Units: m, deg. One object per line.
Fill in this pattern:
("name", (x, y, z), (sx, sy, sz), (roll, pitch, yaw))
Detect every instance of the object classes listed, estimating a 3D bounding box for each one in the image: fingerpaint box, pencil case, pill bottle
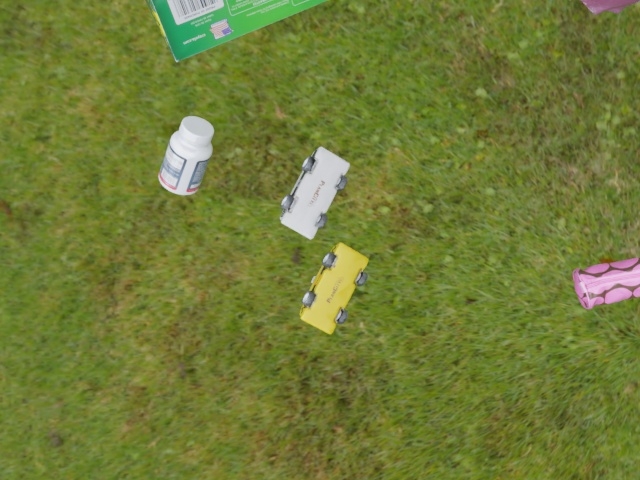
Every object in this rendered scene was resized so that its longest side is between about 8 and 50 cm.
("fingerpaint box", (-0.150, -0.579, 1.530), (0.444, 0.163, 0.371), (-24, 48, -7))
("pencil case", (0.579, 0.069, 1.439), (0.209, 0.098, 0.095), (-15, 91, 15))
("pill bottle", (-0.326, -0.211, 1.914), (0.108, 0.108, 0.180), (46, 130, 21))

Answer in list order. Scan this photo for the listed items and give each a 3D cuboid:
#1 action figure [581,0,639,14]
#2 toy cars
("action figure", (0.509, -0.432, 1.042), (0.248, 0.370, 0.276), (-42, 101, -14))
("toy cars", (0.000, 0.000, 1.678), (0.176, 0.087, 0.394), (-13, 96, -20))
